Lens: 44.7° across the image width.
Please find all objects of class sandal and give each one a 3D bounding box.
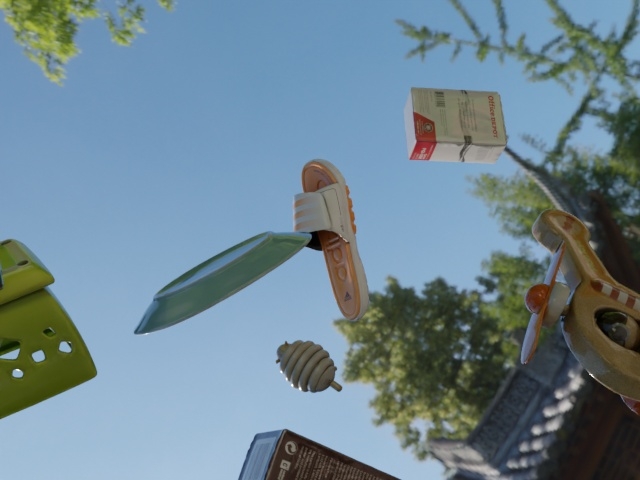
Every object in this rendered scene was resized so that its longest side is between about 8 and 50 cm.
[{"bbox_3d":[0.006,-0.003,1.197,0.076,0.102,0.265,-7,-105,-34],"label":"sandal"}]

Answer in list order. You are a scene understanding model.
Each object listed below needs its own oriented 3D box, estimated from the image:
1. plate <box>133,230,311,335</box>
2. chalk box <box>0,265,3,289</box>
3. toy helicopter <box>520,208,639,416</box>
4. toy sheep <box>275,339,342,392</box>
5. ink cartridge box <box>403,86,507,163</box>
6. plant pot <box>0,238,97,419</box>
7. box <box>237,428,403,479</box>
[{"bbox_3d":[-0.095,0.031,0.729,0.188,0.188,0.024,-34,-80,-38],"label":"plate"},{"bbox_3d":[-0.496,-0.008,0.889,0.289,0.179,0.180,-31,-66,-82],"label":"chalk box"},{"bbox_3d":[0.356,0.072,1.046,0.235,0.355,0.140,8,-54,-15],"label":"toy helicopter"},{"bbox_3d":[-0.018,0.209,1.276,0.091,0.132,0.091,-47,-29,-36],"label":"toy sheep"},{"bbox_3d":[0.197,-0.169,1.148,0.056,0.135,0.099,105,166,-61],"label":"ink cartridge box"},{"bbox_3d":[-0.508,0.130,1.207,0.228,0.227,0.207,-23,-64,-25],"label":"plant pot"},{"bbox_3d":[0.048,0.487,1.448,0.382,0.191,0.143,25,-113,-12],"label":"box"}]
